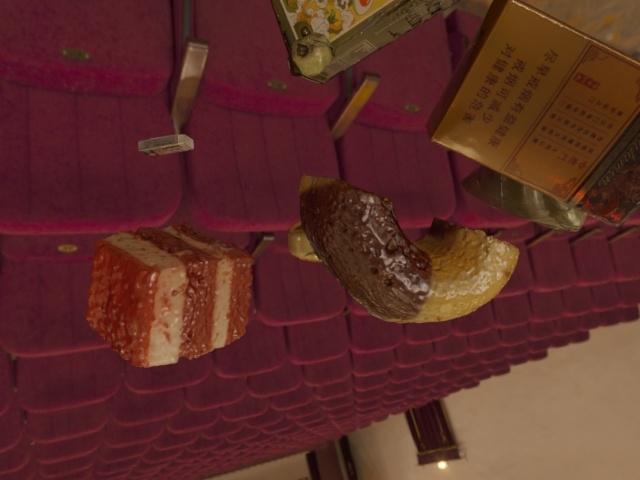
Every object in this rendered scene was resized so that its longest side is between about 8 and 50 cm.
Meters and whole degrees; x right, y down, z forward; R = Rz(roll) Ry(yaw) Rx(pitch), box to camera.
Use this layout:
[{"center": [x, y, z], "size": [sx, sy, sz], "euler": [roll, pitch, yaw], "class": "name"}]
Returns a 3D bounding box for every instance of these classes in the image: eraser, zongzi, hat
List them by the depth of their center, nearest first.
[{"center": [-0.020, -0.329, 0.792], "size": [0.076, 0.077, 0.059], "euler": [14, 150, 26], "class": "hat"}, {"center": [-0.377, -0.232, 1.118], "size": [0.122, 0.029, 0.052], "euler": [-7, 173, 11], "class": "eraser"}, {"center": [0.451, -0.205, 1.153], "size": [0.174, 0.393, 0.356], "euler": [-50, 129, -8], "class": "zongzi"}]

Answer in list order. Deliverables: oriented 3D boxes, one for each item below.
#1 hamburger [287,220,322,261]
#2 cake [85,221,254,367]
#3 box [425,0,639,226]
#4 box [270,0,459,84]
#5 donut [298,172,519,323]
[{"center": [0.000, 0.000, 0.955], "size": [0.141, 0.081, 0.126], "euler": [-6, -161, 25], "class": "hamburger"}, {"center": [-0.363, 0.123, 1.125], "size": [0.270, 0.269, 0.320], "euler": [21, -161, 33], "class": "cake"}, {"center": [0.436, -0.221, 0.824], "size": [0.416, 0.115, 0.264], "euler": [22, 120, -6], "class": "box"}, {"center": [0.076, -0.615, 0.998], "size": [0.421, 0.372, 0.138], "euler": [-22, 174, 27], "class": "box"}, {"center": [0.101, 0.027, 0.550], "size": [0.295, 0.151, 0.112], "euler": [19, 175, -10], "class": "donut"}]
